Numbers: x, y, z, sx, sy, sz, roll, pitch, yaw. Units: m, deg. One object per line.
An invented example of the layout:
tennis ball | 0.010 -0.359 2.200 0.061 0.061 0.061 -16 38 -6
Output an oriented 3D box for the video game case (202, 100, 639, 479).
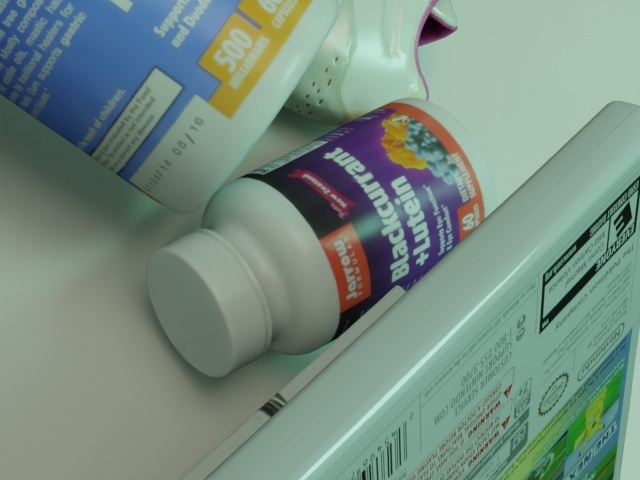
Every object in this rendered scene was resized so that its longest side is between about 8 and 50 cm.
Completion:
video game case | 0.054 0.134 0.702 0.036 0.300 0.329 27 51 30

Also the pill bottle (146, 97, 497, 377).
pill bottle | 0.000 0.000 0.854 0.193 0.108 0.108 -29 76 -31

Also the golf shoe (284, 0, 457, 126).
golf shoe | 0.034 -0.202 0.987 0.140 0.115 0.306 25 65 -16

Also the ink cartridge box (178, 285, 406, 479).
ink cartridge box | -0.009 0.132 0.759 0.082 0.139 0.191 41 56 11

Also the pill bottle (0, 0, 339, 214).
pill bottle | -0.139 -0.148 0.790 0.272 0.152 0.152 35 56 -10
